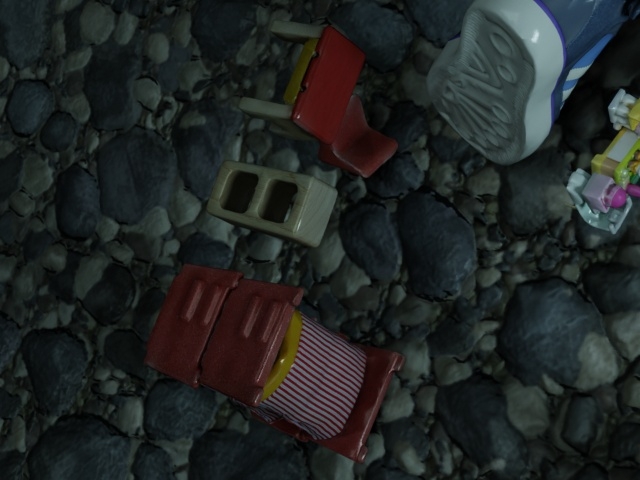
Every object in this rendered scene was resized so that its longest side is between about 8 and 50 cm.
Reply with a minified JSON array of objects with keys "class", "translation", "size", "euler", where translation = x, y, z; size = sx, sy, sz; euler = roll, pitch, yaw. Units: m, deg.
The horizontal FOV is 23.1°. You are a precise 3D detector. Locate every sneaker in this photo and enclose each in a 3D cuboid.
[{"class":"sneaker","translation":[0.226,-0.209,1.417],"size":[0.236,0.323,0.130],"euler":[-43,81,-13]}]

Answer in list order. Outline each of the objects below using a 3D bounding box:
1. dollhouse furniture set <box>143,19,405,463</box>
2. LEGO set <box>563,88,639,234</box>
[{"class":"dollhouse furniture set","translation":[0.000,0.000,1.525],"size":[0.152,0.201,0.374],"euler":[14,79,39]},{"class":"LEGO set","translation":[0.326,-0.124,1.368],"size":[0.107,0.132,0.287],"euler":[26,83,28]}]
